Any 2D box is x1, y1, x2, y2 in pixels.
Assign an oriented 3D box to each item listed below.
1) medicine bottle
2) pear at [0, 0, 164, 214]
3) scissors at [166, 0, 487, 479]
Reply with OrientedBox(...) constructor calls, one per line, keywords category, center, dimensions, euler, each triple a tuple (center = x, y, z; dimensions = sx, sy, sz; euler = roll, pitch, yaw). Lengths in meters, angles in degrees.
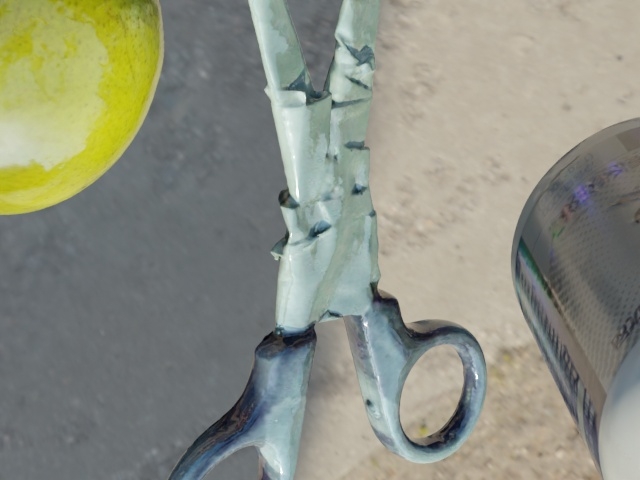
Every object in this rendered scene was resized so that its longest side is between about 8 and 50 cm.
OrientedBox(category="medicine bottle", center=(0.129, 0.037, 0.468), dimensions=(0.107, 0.191, 0.107), euler=(-2, 113, -5))
OrientedBox(category="pear", center=(-0.264, -0.163, 1.252), dimensions=(0.294, 0.294, 0.294), euler=(-5, 108, -17))
OrientedBox(category="scissors", center=(0.000, 0.000, 0.798), dimensions=(0.256, 0.029, 0.383), euler=(-25, 127, -34))
